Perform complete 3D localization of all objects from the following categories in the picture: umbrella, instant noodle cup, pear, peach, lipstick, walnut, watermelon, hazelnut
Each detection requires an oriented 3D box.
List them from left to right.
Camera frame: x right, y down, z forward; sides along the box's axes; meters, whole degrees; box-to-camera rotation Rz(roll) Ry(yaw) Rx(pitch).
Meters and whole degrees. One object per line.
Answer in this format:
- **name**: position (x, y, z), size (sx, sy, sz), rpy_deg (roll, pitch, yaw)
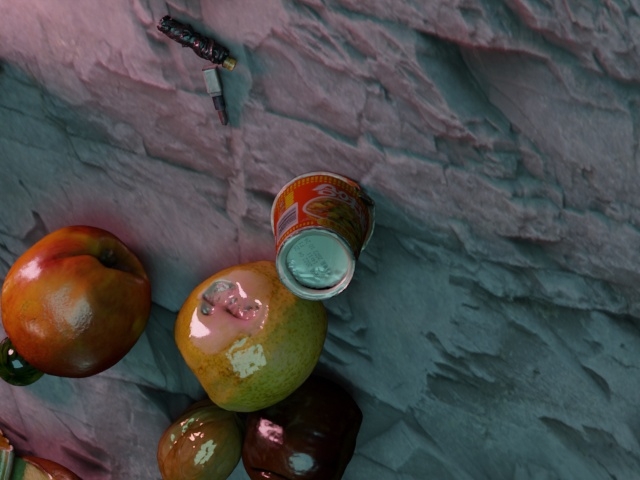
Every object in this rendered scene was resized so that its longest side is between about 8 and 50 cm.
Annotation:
- **watermelon**: position (-0.582, 0.237, 1.812), size (0.105, 0.062, 0.105), rpy_deg (3, 111, 8)
- **peach**: position (-0.435, 0.113, 1.661), size (0.281, 0.238, 0.281), rpy_deg (-15, 139, -13)
- **umbrella**: position (-0.205, -0.330, 1.578), size (0.144, 0.040, 0.037), rpy_deg (29, 69, -7)
- **walnut**: position (-0.225, 0.395, 1.802), size (0.159, 0.159, 0.207), rpy_deg (35, 109, -10)
- **lipstick**: position (-0.177, -0.246, 1.618), size (0.025, 0.025, 0.107), rpy_deg (-10, 117, 7)
- **pear**: position (-0.120, 0.164, 1.660), size (0.271, 0.271, 0.271), rpy_deg (1, 112, 3)
- **hazelnut**: position (-0.037, 0.368, 1.765), size (0.218, 0.218, 0.234), rpy_deg (22, 77, -6)
- **instant noodle cup**: position (0.000, 0.000, 1.603), size (0.193, 0.212, 0.193), rpy_deg (1, 112, 2)

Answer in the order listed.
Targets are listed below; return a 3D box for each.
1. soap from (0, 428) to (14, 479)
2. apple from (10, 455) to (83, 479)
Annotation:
- **soap**: position (-0.671, 0.488, 1.853), size (0.073, 0.140, 0.232), rpy_deg (6, 103, -37)
- **apple**: position (-0.556, 0.553, 1.868), size (0.254, 0.179, 0.346), rpy_deg (33, 120, -11)
